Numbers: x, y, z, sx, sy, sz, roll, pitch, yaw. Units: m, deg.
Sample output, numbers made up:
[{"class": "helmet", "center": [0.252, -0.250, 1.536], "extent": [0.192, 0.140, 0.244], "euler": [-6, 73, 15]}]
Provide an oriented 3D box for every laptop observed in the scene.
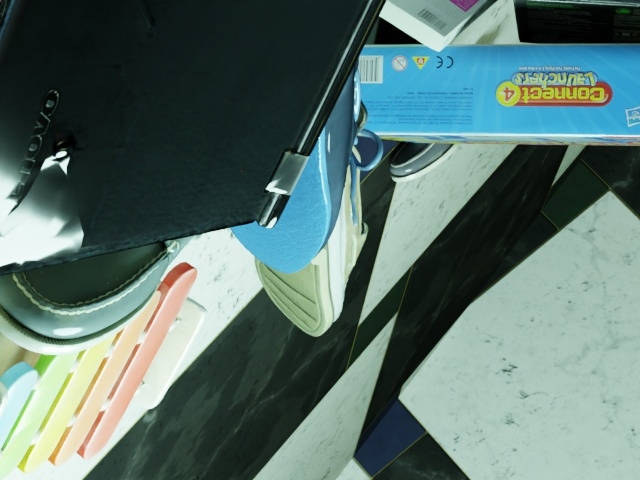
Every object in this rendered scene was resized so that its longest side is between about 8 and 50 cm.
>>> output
[{"class": "laptop", "center": [-0.065, -0.213, 0.818], "extent": [0.382, 0.236, 0.408], "euler": [-62, -153, 27]}]

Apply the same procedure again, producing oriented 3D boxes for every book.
[{"class": "book", "center": [0.113, -0.242, 1.389], "extent": [0.144, 0.096, 0.035], "euler": [-42, 160, -40]}]

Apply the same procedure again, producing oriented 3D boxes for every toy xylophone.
[{"class": "toy xylophone", "center": [-0.223, 0.130, 1.172], "extent": [0.323, 0.081, 0.236], "euler": [-31, 152, -58]}]

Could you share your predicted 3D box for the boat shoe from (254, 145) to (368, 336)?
[{"class": "boat shoe", "center": [0.000, 0.000, 1.534], "extent": [0.103, 0.113, 0.302], "euler": [-43, 161, -21]}]

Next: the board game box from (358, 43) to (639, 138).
[{"class": "board game box", "center": [0.202, -0.143, 1.482], "extent": [0.302, 0.308, 0.086], "euler": [-5, 97, -71]}]

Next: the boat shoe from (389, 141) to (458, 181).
[{"class": "boat shoe", "center": [0.149, -0.157, 1.812], "extent": [0.206, 0.075, 0.065], "euler": [-45, 120, -17]}]

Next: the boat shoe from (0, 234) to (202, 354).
[{"class": "boat shoe", "center": [-0.123, -0.043, 1.024], "extent": [0.099, 0.116, 0.319], "euler": [-52, 178, 41]}]

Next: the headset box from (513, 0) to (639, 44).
[{"class": "headset box", "center": [0.321, -0.332, 1.397], "extent": [0.131, 0.246, 0.283], "euler": [52, 46, -75]}]

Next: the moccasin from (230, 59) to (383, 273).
[{"class": "moccasin", "center": [-0.003, -0.100, 1.260], "extent": [0.117, 0.138, 0.342], "euler": [-51, 166, -34]}]
